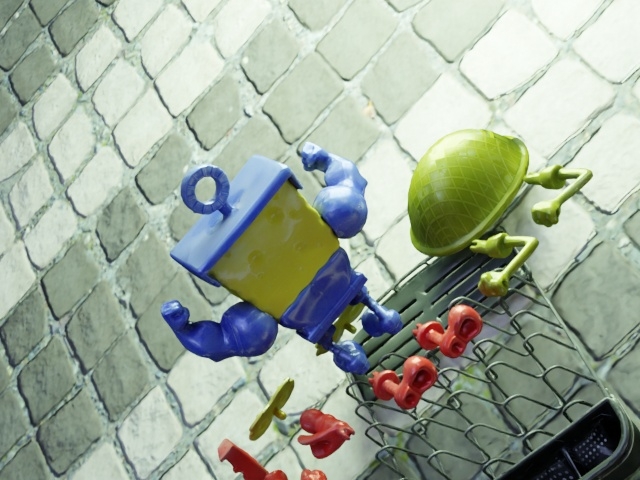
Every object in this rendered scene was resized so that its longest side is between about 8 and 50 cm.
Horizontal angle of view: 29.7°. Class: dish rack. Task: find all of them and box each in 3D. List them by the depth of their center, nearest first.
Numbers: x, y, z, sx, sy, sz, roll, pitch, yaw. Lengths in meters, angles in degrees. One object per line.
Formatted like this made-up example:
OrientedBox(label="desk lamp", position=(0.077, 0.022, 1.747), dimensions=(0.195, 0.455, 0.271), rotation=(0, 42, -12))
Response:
OrientedBox(label="dish rack", position=(0.113, 0.117, 0.940), dimensions=(0.208, 0.074, 0.272), rotation=(-39, 48, 16))

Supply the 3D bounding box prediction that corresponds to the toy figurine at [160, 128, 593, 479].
OrientedBox(label="toy figurine", position=(0.000, 0.000, 0.918), dimensions=(0.362, 0.217, 0.191), rotation=(-50, 21, -6))
